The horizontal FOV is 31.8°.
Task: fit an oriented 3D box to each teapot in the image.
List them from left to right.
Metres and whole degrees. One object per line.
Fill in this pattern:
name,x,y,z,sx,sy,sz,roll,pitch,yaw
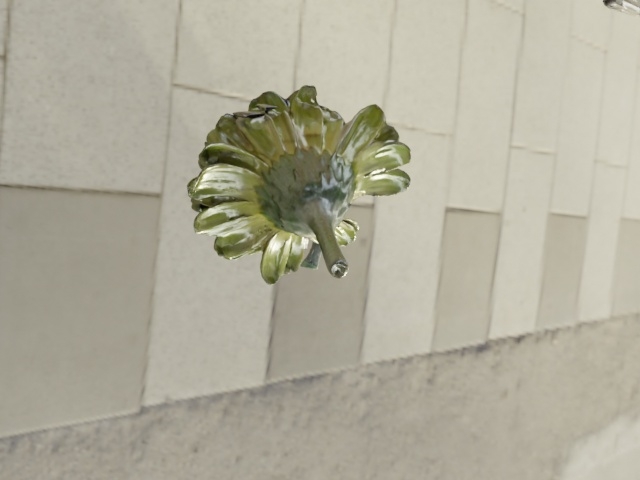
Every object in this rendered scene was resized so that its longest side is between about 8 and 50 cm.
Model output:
teapot,0.000,0.000,1.986,0.042,0.042,0.111,15,101,-58

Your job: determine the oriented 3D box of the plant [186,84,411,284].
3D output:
plant,-0.038,-0.079,1.537,0.261,0.305,0.297,54,11,-5

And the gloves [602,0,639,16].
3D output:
gloves,0.418,-0.245,1.092,0.312,0.135,0.210,21,76,-17
